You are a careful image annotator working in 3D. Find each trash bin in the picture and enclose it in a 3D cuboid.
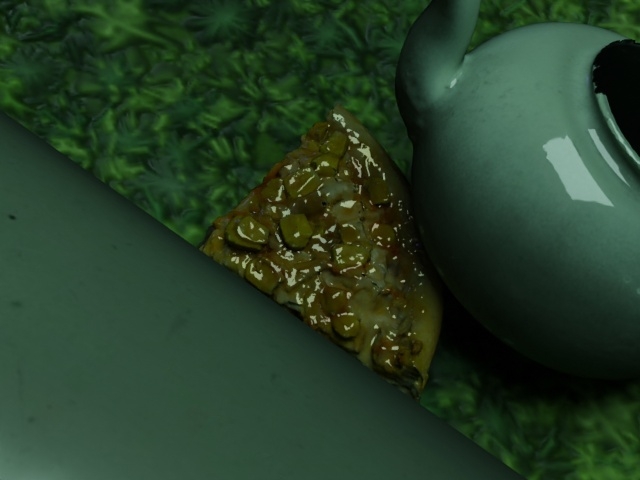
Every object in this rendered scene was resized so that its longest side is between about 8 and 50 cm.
[{"bbox_3d":[-0.042,0.158,0.440,0.432,0.280,0.280,37,52,11],"label":"trash bin"}]

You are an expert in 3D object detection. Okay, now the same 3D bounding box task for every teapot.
[{"bbox_3d":[0.143,-0.027,0.705,0.294,0.129,0.193,36,43,-11],"label":"teapot"}]

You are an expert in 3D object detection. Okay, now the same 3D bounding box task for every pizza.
[{"bbox_3d":[0.000,0.000,0.707,0.131,0.041,0.178,8,54,-13],"label":"pizza"}]
